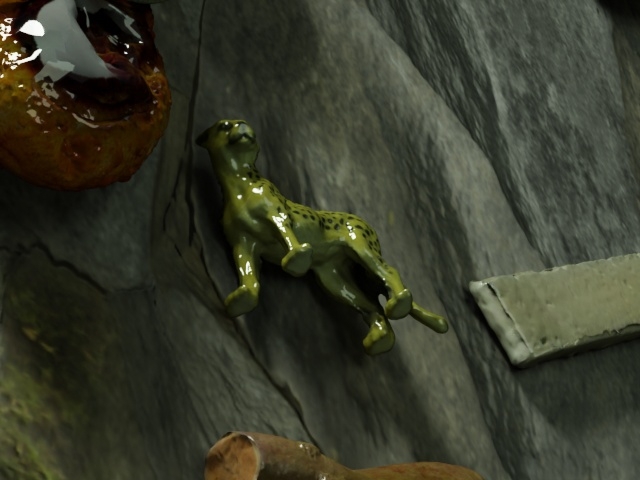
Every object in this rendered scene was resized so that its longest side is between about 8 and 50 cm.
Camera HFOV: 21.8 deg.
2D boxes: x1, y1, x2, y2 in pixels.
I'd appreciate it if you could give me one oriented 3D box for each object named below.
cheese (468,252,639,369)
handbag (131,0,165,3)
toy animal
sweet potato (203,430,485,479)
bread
[{"bbox_3d":[0.254,0.051,1.441,0.400,0.034,0.085,-3,59,-54],"label":"cheese"},{"bbox_3d":[-0.180,-0.250,1.077,0.256,0.079,0.219,21,38,-42],"label":"handbag"},{"bbox_3d":[0.000,0.000,1.143,0.181,0.073,0.136,20,34,-34],"label":"toy animal"},{"bbox_3d":[0.052,0.166,1.034,0.281,0.059,0.067,16,54,-41],"label":"sweet potato"},{"bbox_3d":[-0.163,-0.115,1.052,0.139,0.095,0.269,35,19,-26],"label":"bread"}]
